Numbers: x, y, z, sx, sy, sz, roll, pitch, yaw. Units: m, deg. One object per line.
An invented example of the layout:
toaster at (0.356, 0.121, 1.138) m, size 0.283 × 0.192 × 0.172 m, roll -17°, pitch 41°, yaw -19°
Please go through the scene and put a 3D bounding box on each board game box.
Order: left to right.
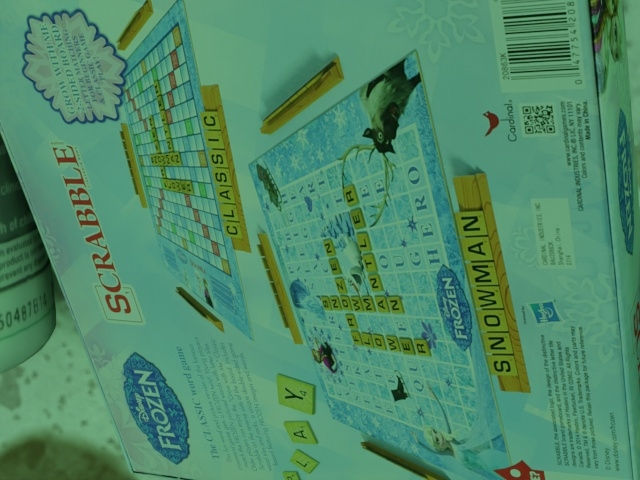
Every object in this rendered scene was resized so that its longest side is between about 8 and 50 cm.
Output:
board game box at (0.000, 0.000, 0.551) m, size 0.318 × 0.066 × 0.319 m, roll 2°, pitch 121°, yaw 25°

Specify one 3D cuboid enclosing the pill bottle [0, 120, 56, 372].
pill bottle at (-0.268, -0.104, 0.588) m, size 0.204 × 0.204 × 0.361 m, roll -1°, pitch 103°, yaw 10°
